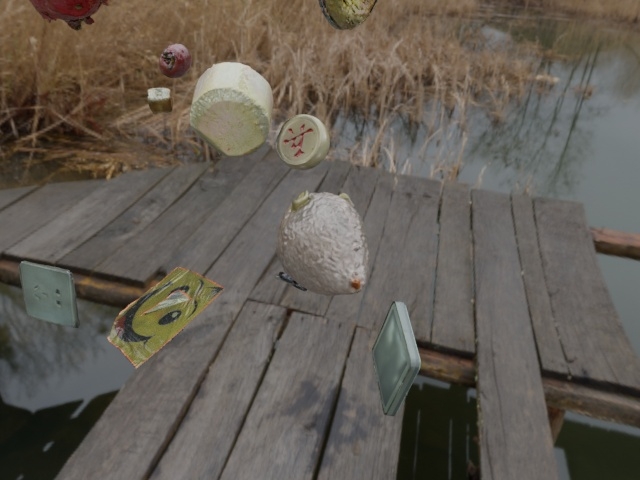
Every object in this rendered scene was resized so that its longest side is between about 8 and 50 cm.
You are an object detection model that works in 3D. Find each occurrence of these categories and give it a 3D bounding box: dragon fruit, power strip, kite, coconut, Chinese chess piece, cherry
[{"bbox_3d":[-0.528,-0.549,1.044,0.205,0.268,0.210,20,57,-2],"label":"dragon fruit"},{"bbox_3d":[-0.840,0.165,1.617,0.213,0.199,0.064,10,21,18],"label":"power strip"},{"bbox_3d":[-0.386,0.171,1.289,0.327,0.013,0.378,-19,31,9],"label":"kite"},{"bbox_3d":[-0.251,-0.379,1.462,0.238,0.239,0.244,0,42,-7],"label":"coconut"},{"bbox_3d":[-0.079,-0.437,2.288,0.249,0.250,0.103,20,1,26],"label":"Chinese chess piece"},{"bbox_3d":[-0.445,-0.532,1.535,0.107,0.090,0.226,-38,20,16],"label":"cherry"}]

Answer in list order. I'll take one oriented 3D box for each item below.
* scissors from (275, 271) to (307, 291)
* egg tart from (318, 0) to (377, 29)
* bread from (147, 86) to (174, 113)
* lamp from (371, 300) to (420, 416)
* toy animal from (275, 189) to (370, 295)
[{"bbox_3d":[-0.120,0.137,1.788,0.109,0.022,0.300,34,-9,-14],"label":"scissors"},{"bbox_3d":[0.054,-0.563,1.066,0.094,0.234,0.234,23,34,29],"label":"egg tart"},{"bbox_3d":[-0.554,-0.488,1.770,0.083,0.070,0.077,-6,56,-10],"label":"bread"},{"bbox_3d":[0.230,0.368,1.605,0.047,0.269,0.267,8,37,-10],"label":"lamp"},{"bbox_3d":[0.004,0.002,1.217,0.188,0.227,0.358,7,20,-38],"label":"toy animal"}]
